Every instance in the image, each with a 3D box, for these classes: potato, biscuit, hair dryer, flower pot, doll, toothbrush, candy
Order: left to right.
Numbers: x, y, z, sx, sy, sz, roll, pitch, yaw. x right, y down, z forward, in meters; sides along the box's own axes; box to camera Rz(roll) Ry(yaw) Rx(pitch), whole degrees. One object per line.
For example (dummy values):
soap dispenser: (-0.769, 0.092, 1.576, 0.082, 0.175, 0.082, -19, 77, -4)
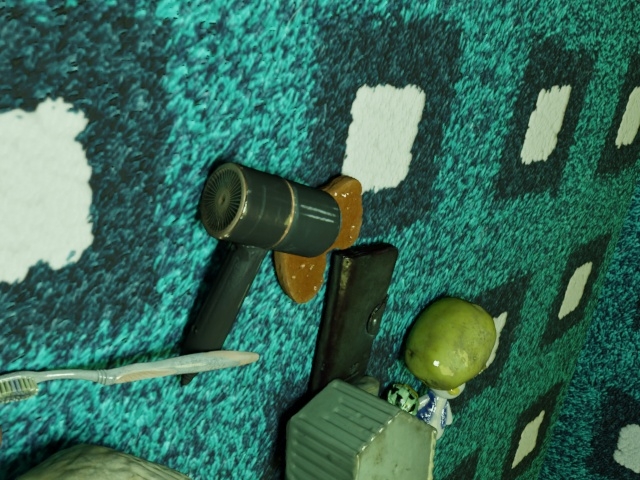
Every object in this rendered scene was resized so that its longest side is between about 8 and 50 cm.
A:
toothbrush: (-0.239, 0.172, 0.856, 0.375, 0.037, 0.028, 0, 128, -40)
hair dryer: (-0.117, 0.068, 0.945, 0.189, 0.107, 0.352, 13, 111, -42)
biscuit: (0.000, 0.000, 1.089, 0.192, 0.036, 0.186, -34, 132, -31)
flower pot: (0.075, 0.392, 1.197, 0.239, 0.189, 0.209, -36, 119, -31)
candy: (0.142, 0.425, 1.417, 0.305, 0.083, 0.091, -49, 138, -52)
doll: (0.287, 0.389, 1.604, 0.138, 0.119, 0.293, 22, 95, -19)
potato: (0.296, 0.235, 1.490, 0.228, 0.197, 0.148, -60, -174, -24)

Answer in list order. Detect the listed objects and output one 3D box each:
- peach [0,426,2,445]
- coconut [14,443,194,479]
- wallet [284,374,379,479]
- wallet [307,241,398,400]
peach: (-0.414, 0.226, 0.659, 0.152, 0.152, 0.152, -28, 131, -38)
coconut: (-0.265, 0.422, 0.811, 0.329, 0.329, 0.329, -28, 131, -38)
wallet: (0.020, 0.475, 1.361, 0.252, 0.083, 0.360, -12, 115, -48)
wallet: (0.063, 0.158, 1.256, 0.172, 0.045, 0.318, -11, 120, -46)
